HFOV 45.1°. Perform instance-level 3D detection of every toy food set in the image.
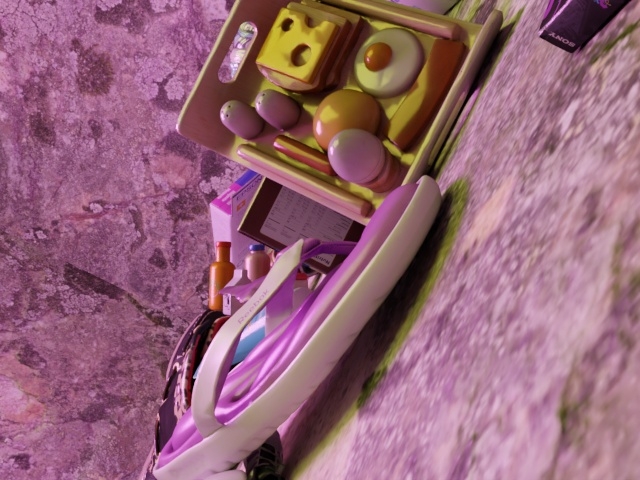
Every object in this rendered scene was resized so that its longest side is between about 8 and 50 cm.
[{"bbox_3d":[-0.085,0.050,1.092,0.232,0.111,0.105,173,97,-69],"label":"toy food set"},{"bbox_3d":[0.003,-0.157,0.762,0.092,0.306,0.220,23,-86,-56],"label":"toy food set"}]

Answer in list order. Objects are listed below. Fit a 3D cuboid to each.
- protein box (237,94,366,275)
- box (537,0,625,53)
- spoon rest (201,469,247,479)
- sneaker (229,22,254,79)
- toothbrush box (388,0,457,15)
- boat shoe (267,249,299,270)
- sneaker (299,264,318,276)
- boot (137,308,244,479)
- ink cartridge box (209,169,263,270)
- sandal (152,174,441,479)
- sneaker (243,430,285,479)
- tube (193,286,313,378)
[{"bbox_3d":[0.006,-0.076,0.938,0.201,0.135,0.200,-63,6,2],"label":"protein box"},{"bbox_3d":[0.181,-0.199,0.432,0.162,0.029,0.116,-64,4,-24],"label":"box"},{"bbox_3d":[-0.119,0.307,0.591,0.276,0.084,0.137,-63,8,-29],"label":"spoon rest"},{"bbox_3d":[0.022,-0.261,0.955,0.110,0.282,0.122,-47,-46,-80],"label":"sneaker"},{"bbox_3d":[0.200,-0.500,1.174,0.296,0.126,0.216,-63,6,-1],"label":"toothbrush box"},{"bbox_3d":[-0.075,0.046,1.458,0.060,0.064,0.178,-44,2,8],"label":"boat shoe"},{"bbox_3d":[0.000,0.000,1.132,0.067,0.042,0.119,-66,-3,-69],"label":"sneaker"},{"bbox_3d":[-0.159,0.205,1.154,0.284,0.138,0.378,121,170,-46],"label":"boot"},{"bbox_3d":[-0.081,-0.120,1.515,0.324,0.071,0.330,-44,-17,-24],"label":"ink cartridge box"},{"bbox_3d":[-0.056,0.089,0.657,0.416,0.102,0.169,-50,6,31],"label":"sandal"},{"bbox_3d":[-0.044,0.197,0.662,0.069,0.038,0.098,125,161,-49],"label":"sneaker"},{"bbox_3d":[-0.080,0.113,0.938,0.207,0.052,0.080,-29,19,42],"label":"tube"}]
